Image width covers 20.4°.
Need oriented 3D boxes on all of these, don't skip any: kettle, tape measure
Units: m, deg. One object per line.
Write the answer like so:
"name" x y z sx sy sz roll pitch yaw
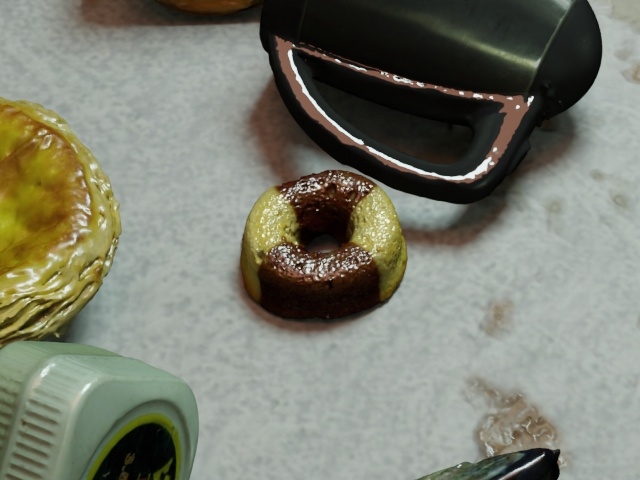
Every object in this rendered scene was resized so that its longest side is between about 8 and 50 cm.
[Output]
"kettle" 0.104 -0.187 1.493 0.271 0.207 0.251 26 35 10
"tape measure" -0.183 0.189 1.222 0.115 0.207 0.235 18 93 22

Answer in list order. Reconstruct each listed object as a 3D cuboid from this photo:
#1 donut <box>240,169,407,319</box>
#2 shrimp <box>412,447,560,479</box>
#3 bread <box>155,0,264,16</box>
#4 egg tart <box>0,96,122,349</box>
"donut" 0.000 0.000 1.441 0.140 0.059 0.140 -1 55 1
"shrimp" 0.168 0.238 1.245 0.445 0.085 0.272 -32 53 -17
"bread" -0.098 -0.299 1.586 0.199 0.199 0.104 -2 50 -1
"egg tart" -0.300 0.006 1.405 0.294 0.116 0.295 -1 54 2
